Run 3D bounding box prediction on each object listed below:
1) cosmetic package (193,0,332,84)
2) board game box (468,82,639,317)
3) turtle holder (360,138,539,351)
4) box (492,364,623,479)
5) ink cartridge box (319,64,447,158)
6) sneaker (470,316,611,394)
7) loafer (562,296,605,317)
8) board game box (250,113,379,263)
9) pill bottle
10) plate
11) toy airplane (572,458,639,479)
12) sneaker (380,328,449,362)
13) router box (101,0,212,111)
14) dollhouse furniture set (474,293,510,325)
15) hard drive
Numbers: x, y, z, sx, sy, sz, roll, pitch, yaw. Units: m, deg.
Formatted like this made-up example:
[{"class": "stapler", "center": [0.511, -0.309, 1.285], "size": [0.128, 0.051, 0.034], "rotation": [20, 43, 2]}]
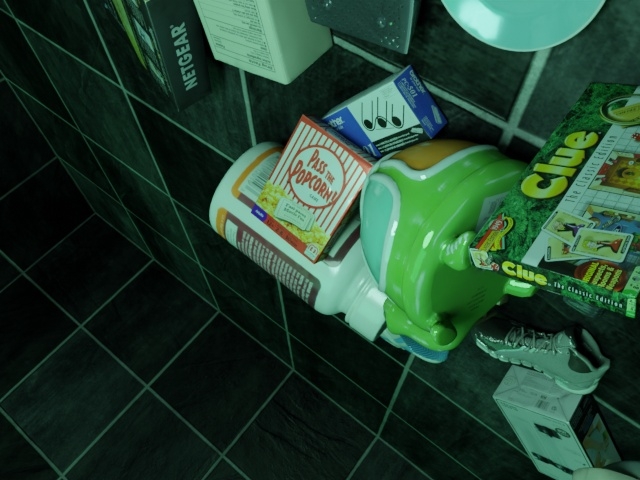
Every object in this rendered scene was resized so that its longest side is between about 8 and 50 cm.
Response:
[{"class": "cosmetic package", "center": [-0.097, -0.376, 0.663], "size": [0.160, 0.113, 0.309], "rotation": [29, 153, 29]}, {"class": "board game box", "center": [0.258, -0.056, 0.468], "size": [0.136, 0.260, 0.030], "rotation": [18, 146, 43]}, {"class": "turtle holder", "center": [0.176, 0.004, 0.737], "size": [0.227, 0.243, 0.320], "rotation": [42, 167, 41]}, {"class": "box", "center": [0.497, 0.399, 1.078], "size": [0.169, 0.087, 0.290], "rotation": [5, 136, 54]}, {"class": "ink cartridge box", "center": [0.086, -0.180, 0.790], "size": [0.097, 0.046, 0.207], "rotation": [52, 155, -17]}, {"class": "sneaker", "center": [0.380, 0.167, 0.893], "size": [0.228, 0.086, 0.132], "rotation": [24, 147, 16]}, {"class": "loafer", "center": [0.345, 0.039, 0.760], "size": [0.170, 0.062, 0.061], "rotation": [31, 132, 17]}, {"class": "board game box", "center": [-0.010, -0.083, 0.847], "size": [0.146, 0.045, 0.194], "rotation": [38, 114, 15]}, {"class": "pill bottle", "center": [0.000, 0.000, 1.007], "size": [0.392, 0.224, 0.224], "rotation": [37, 156, 15]}, {"class": "plate", "center": [0.190, -0.273, 0.502], "size": [0.188, 0.024, 0.188], "rotation": [35, 155, 19]}, {"class": "toy airplane", "center": [0.630, 0.450, 0.807], "size": [0.384, 0.272, 0.386], "rotation": [-22, 109, 23]}, {"class": "sneaker", "center": [0.213, 0.222, 1.237], "size": [0.228, 0.087, 0.092], "rotation": [29, 160, 44]}, {"class": "router box", "center": [-0.293, -0.395, 0.866], "size": [0.243, 0.081, 0.309], "rotation": [53, 166, 7]}, {"class": "dollhouse furniture set", "center": [0.277, 0.061, 0.925], "size": [0.144, 0.123, 0.151], "rotation": [19, 112, 42]}, {"class": "hard drive", "center": [0.043, -0.346, 0.568], "size": [0.172, 0.054, 0.255], "rotation": [30, 153, 27]}]
